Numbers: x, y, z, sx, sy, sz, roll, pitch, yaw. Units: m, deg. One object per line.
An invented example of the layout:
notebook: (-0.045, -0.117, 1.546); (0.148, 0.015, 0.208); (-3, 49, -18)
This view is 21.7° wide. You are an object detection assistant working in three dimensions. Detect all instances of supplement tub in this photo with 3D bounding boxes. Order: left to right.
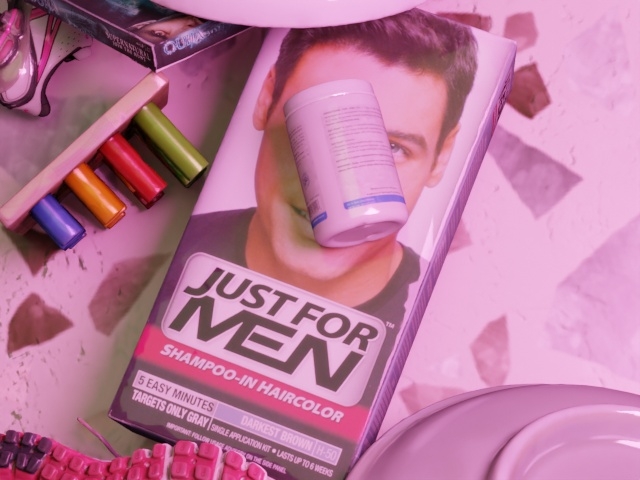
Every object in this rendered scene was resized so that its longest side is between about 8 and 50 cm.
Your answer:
supplement tub: (0.018, -0.054, 1.201); (0.071, 0.071, 0.107); (-14, 77, 2)

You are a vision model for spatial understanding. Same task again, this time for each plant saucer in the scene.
plant saucer: (0.204, 0.217, 1.111); (0.400, 0.101, 0.400); (8, 39, -6)

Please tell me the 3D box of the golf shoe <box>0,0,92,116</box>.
golf shoe: (-0.220, -0.189, 1.378); (0.086, 0.067, 0.186); (36, 71, -26)

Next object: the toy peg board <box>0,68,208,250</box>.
toy peg board: (-0.159, -0.042, 1.290); (0.160, 0.161, 0.079); (-43, 92, -5)

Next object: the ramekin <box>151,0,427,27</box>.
ramekin: (-0.026, -0.279, 1.260); (0.277, 0.135, 0.277); (1, 33, 0)

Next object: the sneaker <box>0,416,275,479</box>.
sneaker: (-0.127, 0.207, 1.206); (0.299, 0.112, 0.121); (9, 65, 30)

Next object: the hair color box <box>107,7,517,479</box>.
hair color box: (0.000, 0.000, 1.284); (0.185, 0.113, 0.375); (20, 79, 9)

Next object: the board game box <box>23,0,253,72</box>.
board game box: (-0.131, -0.191, 1.288); (0.126, 0.026, 0.186); (-30, 40, -29)
